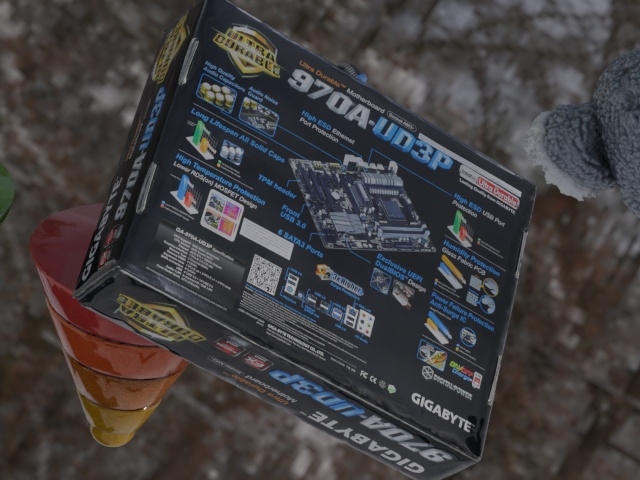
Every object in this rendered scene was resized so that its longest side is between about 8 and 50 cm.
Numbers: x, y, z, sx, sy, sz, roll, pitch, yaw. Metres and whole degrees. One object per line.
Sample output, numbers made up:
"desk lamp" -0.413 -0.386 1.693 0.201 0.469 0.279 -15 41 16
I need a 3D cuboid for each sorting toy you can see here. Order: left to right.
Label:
"sorting toy" -0.222 0.022 1.122 0.365 0.127 0.126 18 -62 13

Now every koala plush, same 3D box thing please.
"koala plush" 0.266 -0.053 1.348 0.196 0.203 0.221 -28 -55 28

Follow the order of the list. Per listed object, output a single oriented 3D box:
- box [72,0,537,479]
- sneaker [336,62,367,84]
"box" 0.000 0.000 1.009 0.220 0.175 0.051 29 -35 -21
"sneaker" -0.053 -0.100 1.420 0.188 0.067 0.078 -10 -83 35
